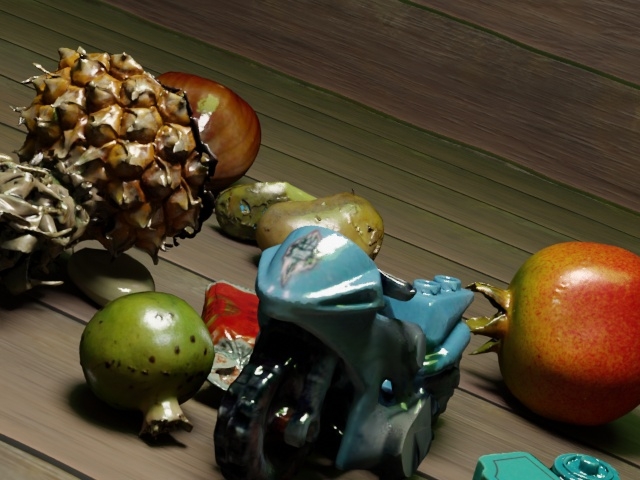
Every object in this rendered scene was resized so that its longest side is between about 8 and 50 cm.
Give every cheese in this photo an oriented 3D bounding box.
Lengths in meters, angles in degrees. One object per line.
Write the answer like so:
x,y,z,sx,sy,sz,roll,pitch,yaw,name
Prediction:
-0.213,0.062,1.368,0.097,0.037,0.192,9,17,-30,cheese

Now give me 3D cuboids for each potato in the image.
0.000,0.000,1.695,0.175,0.137,0.137,-5,19,-6,potato
-0.053,-0.026,1.780,0.197,0.119,0.054,15,49,-25,potato

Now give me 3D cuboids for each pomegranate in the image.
-0.160,0.110,1.143,0.130,0.130,0.130,18,15,-5,pomegranate
0.296,0.107,1.503,0.256,0.221,0.221,14,15,-1,pomegranate

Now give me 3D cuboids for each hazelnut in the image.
-0.202,-0.162,1.955,0.212,0.181,0.181,20,-13,-1,hazelnut

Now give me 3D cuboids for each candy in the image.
-0.091,0.100,1.346,0.086,0.059,0.292,18,16,-8,candy

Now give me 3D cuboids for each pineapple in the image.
-0.287,-0.043,1.295,0.262,0.263,0.271,26,41,22,pineapple

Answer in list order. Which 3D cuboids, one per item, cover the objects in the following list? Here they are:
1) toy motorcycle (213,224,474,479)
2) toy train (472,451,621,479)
0.044,0.098,1.187,0.172,0.232,0.416,15,10,32,toy motorcycle
0.214,0.261,1.084,0.154,0.107,0.198,1,22,-31,toy train
